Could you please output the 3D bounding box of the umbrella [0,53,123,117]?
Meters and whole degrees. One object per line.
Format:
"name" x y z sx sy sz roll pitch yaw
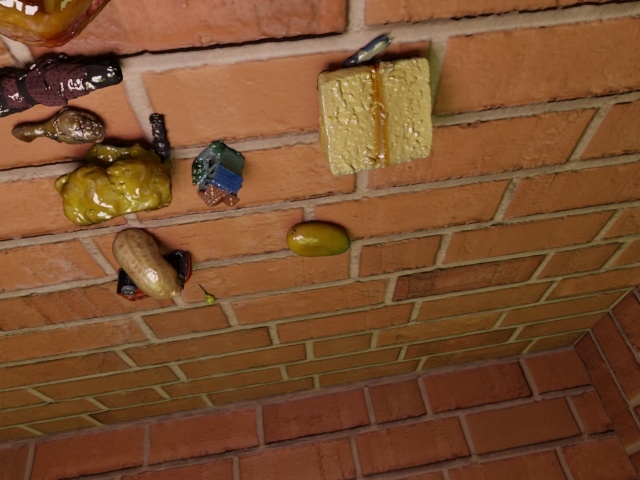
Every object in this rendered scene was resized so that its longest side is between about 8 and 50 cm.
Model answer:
"umbrella" -0.559 -0.311 0.944 0.327 0.090 0.094 -13 142 2

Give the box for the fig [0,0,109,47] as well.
"fig" -0.459 -0.467 0.655 0.369 0.286 0.286 41 126 -15

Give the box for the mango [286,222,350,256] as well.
"mango" 0.001 -0.003 1.549 0.238 0.091 0.137 -2 150 -24

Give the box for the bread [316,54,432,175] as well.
"bread" 0.120 -0.315 1.127 0.264 0.198 0.235 -12 120 -7

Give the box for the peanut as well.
"peanut" -0.515 0.075 1.416 0.122 0.253 0.137 -41 174 6

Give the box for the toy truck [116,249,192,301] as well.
"toy truck" -0.534 0.121 1.556 0.253 0.107 0.114 -13 146 5

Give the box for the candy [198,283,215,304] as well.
"candy" -0.431 0.200 1.771 0.035 0.035 0.122 -37 140 -18

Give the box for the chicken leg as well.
"chicken leg" -0.589 -0.250 1.055 0.198 0.068 0.085 -4 169 1

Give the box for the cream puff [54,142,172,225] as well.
"cream puff" -0.494 -0.141 1.136 0.282 0.185 0.282 -15 -171 3

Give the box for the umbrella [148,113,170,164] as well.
"umbrella" -0.387 -0.240 1.140 0.040 0.037 0.143 -8 143 -13

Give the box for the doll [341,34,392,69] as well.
"doll" 0.101 -0.410 1.043 0.125 0.027 0.037 -29 148 24

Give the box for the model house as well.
"model house" -0.263 -0.147 1.213 0.148 0.148 0.120 -34 139 26
